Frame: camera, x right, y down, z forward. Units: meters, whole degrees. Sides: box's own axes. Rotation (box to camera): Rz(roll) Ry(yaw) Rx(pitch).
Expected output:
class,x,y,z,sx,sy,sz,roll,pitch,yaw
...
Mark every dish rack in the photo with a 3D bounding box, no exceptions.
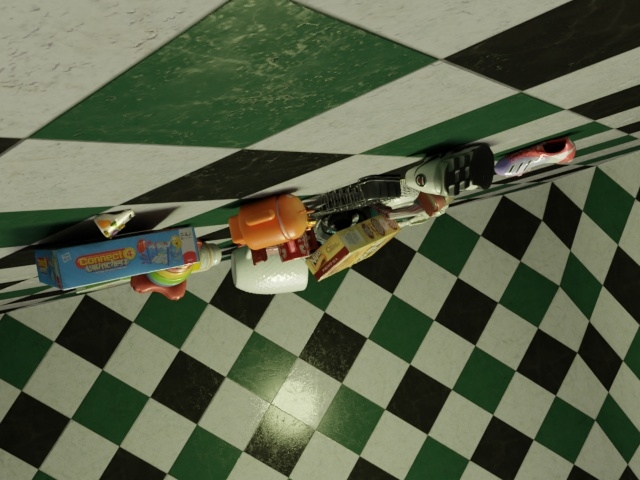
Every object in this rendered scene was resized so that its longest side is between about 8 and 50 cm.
class,x,y,z,sx,sy,sz,roll,pitch,yaw
dish rack,0.092,-0.125,1.704,0.271,0.074,0.208,-14,176,34

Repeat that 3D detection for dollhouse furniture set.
class,x,y,z,sx,sy,sz,roll,pitch,yaw
dollhouse furniture set,-0.178,0.002,1.976,0.201,0.152,0.374,-12,177,-25

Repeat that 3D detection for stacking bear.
class,x,y,z,sx,sy,sz,roll,pitch,yaw
stacking bear,-0.450,0.055,1.729,0.175,0.165,0.289,15,153,-24

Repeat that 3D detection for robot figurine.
class,x,y,z,sx,sy,sz,roll,pitch,yaw
robot figurine,-0.129,-0.051,1.502,0.219,0.128,0.158,-15,134,14

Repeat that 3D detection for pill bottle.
class,x,y,z,sx,sy,sz,roll,pitch,yaw
pill bottle,-0.471,0.062,2.113,0.117,0.118,0.208,-16,176,36

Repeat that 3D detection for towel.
class,x,y,z,sx,sy,sz,roll,pitch,yaw
towel,0.252,-0.124,1.981,0.144,0.029,0.197,-12,-153,-22

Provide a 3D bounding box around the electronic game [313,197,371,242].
class,x,y,z,sx,sy,sz,roll,pitch,yaw
electronic game,0.068,-0.067,2.001,0.229,0.048,0.229,-11,144,-8

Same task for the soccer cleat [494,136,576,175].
class,x,y,z,sx,sy,sz,roll,pitch,yaw
soccer cleat,0.661,-0.265,1.776,0.247,0.083,0.095,-10,150,29

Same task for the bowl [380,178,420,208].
class,x,y,z,sx,sy,sz,roll,pitch,yaw
bowl,0.264,-0.150,1.890,0.170,0.080,0.170,-15,177,-1

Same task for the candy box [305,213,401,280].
class,x,y,z,sx,sy,sz,roll,pitch,yaw
candy box,0.114,0.016,1.916,0.316,0.088,0.183,-21,163,-48

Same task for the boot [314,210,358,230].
class,x,y,z,sx,sy,sz,roll,pitch,yaw
boot,0.029,-0.089,2.068,0.258,0.095,0.123,-15,166,-33

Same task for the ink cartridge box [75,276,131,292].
class,x,y,z,sx,sy,sz,roll,pitch,yaw
ink cartridge box,-0.765,0.115,1.936,0.188,0.097,0.255,-15,178,15

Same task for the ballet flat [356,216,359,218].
class,x,y,z,sx,sy,sz,roll,pitch,yaw
ballet flat,0.198,-0.127,2.288,0.168,0.057,0.052,-14,-173,15

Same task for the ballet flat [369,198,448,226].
class,x,y,z,sx,sy,sz,roll,pitch,yaw
ballet flat,0.334,-0.099,2.207,0.408,0.147,0.147,-16,178,-22

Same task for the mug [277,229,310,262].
class,x,y,z,sx,sy,sz,roll,pitch,yaw
mug,-0.102,-0.023,1.717,0.113,0.170,0.150,-15,177,28

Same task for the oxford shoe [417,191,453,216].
class,x,y,z,sx,sy,sz,roll,pitch,yaw
oxford shoe,0.411,-0.164,1.987,0.130,0.123,0.348,-32,-175,1

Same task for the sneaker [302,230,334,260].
class,x,y,z,sx,sy,sz,roll,pitch,yaw
sneaker,0.000,0.000,2.151,0.261,0.104,0.125,-34,-133,-25

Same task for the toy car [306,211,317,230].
class,x,y,z,sx,sy,sz,roll,pitch,yaw
toy car,-0.028,-0.050,1.777,0.040,0.060,0.122,0,-165,-6

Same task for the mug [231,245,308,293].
class,x,y,z,sx,sy,sz,roll,pitch,yaw
mug,-0.244,0.091,2.687,0.327,0.276,0.374,-6,145,-16

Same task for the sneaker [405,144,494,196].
class,x,y,z,sx,sy,sz,roll,pitch,yaw
sneaker,0.342,-0.185,1.489,0.146,0.123,0.330,7,-167,41

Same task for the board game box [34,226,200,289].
class,x,y,z,sx,sy,sz,roll,pitch,yaw
board game box,-0.491,0.036,1.363,0.308,0.086,0.301,-12,-174,-34

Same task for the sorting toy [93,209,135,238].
class,x,y,z,sx,sy,sz,roll,pitch,yaw
sorting toy,-0.428,-0.042,1.207,0.075,0.045,0.083,-33,-179,-12
